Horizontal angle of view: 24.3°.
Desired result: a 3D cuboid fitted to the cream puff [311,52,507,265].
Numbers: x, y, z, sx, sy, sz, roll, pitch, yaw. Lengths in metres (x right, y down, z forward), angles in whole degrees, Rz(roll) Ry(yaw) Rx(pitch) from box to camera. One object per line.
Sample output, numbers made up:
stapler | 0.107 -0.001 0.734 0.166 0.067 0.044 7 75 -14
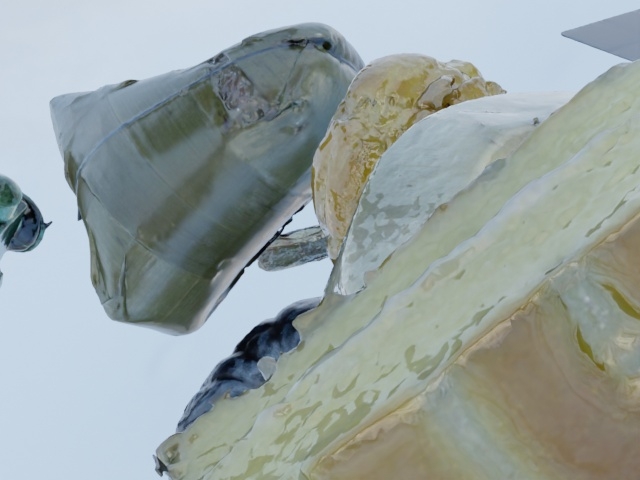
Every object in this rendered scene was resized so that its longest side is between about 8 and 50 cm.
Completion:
cream puff | 0.081 -0.042 1.064 0.189 0.129 0.189 -38 140 -40

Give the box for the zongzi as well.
zongzi | -0.132 -0.144 1.575 0.356 0.393 0.174 -43 136 16

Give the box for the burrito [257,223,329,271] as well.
burrito | 0.001 0.002 1.814 0.171 0.042 0.051 -16 142 -9

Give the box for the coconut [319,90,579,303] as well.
coconut | 0.104 0.048 0.720 0.241 0.241 0.241 -33 143 -29

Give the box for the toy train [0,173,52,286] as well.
toy train | -0.504 0.030 1.833 0.397 0.253 0.160 -56 -179 36

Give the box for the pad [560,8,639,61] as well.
pad | 0.300 -0.181 1.301 0.157 0.112 0.003 -20 125 -36

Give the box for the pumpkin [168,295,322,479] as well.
pumpkin | 0.032 0.221 1.416 0.363 0.363 0.266 -42 132 -17

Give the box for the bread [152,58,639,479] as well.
bread | 0.099 0.085 0.519 0.239 0.111 0.246 -40 118 2
